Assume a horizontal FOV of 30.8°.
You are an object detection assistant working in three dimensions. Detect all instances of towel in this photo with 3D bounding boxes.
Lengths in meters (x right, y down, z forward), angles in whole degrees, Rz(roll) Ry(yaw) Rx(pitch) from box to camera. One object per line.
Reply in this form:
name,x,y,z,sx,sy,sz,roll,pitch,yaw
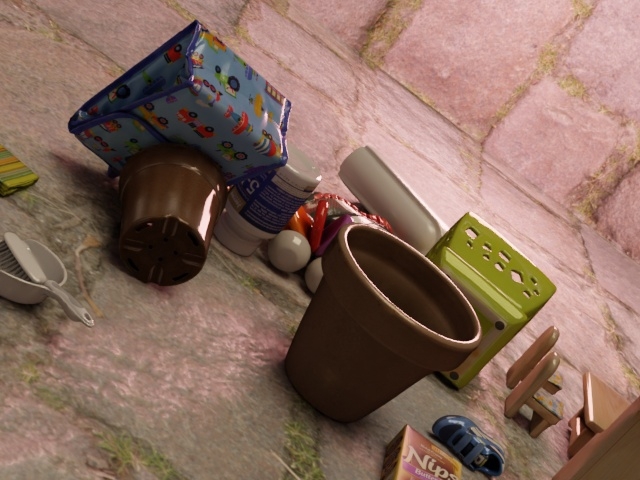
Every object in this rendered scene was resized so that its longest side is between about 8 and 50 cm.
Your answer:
towel,-0.511,-0.150,1.652,0.237,0.021,0.102,40,15,4

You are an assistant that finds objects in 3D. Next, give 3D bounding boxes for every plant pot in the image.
plant pot,0.067,0.140,1.721,0.263,0.229,0.263,34,21,-15
plant pot,0.259,0.118,2.115,0.227,0.228,0.207,42,28,6
plant pot,-0.223,-0.031,1.704,0.167,0.167,0.165,31,29,-20

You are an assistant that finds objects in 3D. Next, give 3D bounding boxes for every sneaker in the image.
sneaker,0.244,0.331,1.876,0.144,0.053,0.059,32,24,-17
sneaker,0.055,-0.007,2.189,0.276,0.097,0.135,22,24,-41

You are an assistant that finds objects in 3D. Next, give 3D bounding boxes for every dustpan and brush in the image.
dustpan and brush,-0.354,0.048,1.442,0.211,0.060,0.147,48,22,22

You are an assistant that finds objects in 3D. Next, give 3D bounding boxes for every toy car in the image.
toy car,0.000,0.000,2.028,0.182,0.136,0.159,35,21,-10

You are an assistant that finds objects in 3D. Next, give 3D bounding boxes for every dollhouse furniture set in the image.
dollhouse furniture set,0.553,0.333,2.103,0.362,0.256,0.394,38,21,-3

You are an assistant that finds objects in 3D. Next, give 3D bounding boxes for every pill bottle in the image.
pill bottle,-0.094,-0.068,1.938,0.112,0.186,0.112,34,21,-15

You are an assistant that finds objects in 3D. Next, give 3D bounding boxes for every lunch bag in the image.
lunch bag,-0.227,-0.170,1.792,0.221,0.293,0.138,38,41,-38

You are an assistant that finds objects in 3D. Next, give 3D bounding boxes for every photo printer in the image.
photo printer,0.192,-0.041,2.420,0.307,0.107,0.256,50,8,27

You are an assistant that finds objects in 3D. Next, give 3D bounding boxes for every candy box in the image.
candy box,0.143,0.352,1.667,0.109,0.053,0.186,37,19,-5

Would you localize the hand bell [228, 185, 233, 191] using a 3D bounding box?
hand bell,-0.168,-0.090,2.022,0.126,0.126,0.242,40,33,1
